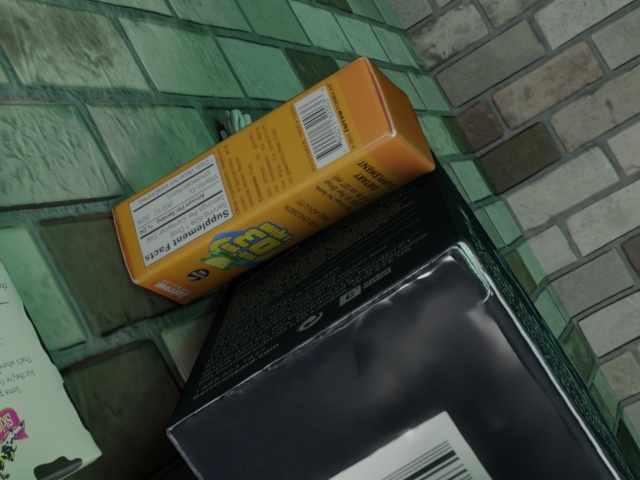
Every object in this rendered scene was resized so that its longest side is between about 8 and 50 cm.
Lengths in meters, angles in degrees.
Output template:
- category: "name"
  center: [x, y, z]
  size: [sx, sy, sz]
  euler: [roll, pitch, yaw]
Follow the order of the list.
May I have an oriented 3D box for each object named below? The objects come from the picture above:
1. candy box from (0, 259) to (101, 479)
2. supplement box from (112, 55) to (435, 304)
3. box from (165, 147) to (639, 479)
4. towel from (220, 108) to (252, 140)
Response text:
- category: "candy box"
  center: [-0.217, 0.031, 0.531]
  size: [0.233, 0.071, 0.159]
  euler: [61, 18, 6]
- category: "supplement box"
  center: [-0.038, -0.039, 0.849]
  size: [0.078, 0.233, 0.080]
  euler: [30, 37, -56]
- category: "box"
  center: [0.080, 0.127, 0.844]
  size: [0.293, 0.212, 0.395]
  euler: [55, 8, -10]
- category: "towel"
  center: [0.000, 0.000, 1.208]
  size: [0.285, 0.034, 0.209]
  euler: [38, 29, -49]
